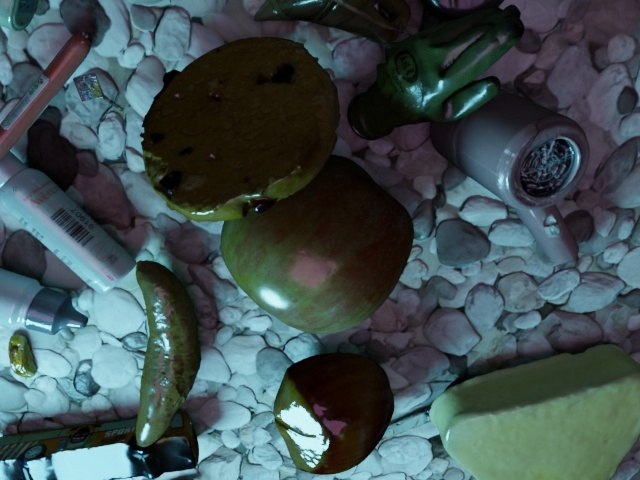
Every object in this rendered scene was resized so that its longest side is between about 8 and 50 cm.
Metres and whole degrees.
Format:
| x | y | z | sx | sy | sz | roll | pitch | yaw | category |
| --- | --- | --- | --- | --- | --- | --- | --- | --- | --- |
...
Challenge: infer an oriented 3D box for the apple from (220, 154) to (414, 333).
| x | y | z | sx | sy | sz | roll | pitch | yaw | category |
| --- | --- | --- | --- | --- | --- | --- | --- | --- | --- |
| 0.000 | 0.000 | 0.724 | 0.257 | 0.257 | 0.234 | 41 | 101 | -14 | apple |

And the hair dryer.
| x | y | z | sx | sy | sz | roll | pitch | yaw | category |
| --- | --- | --- | --- | --- | --- | --- | --- | --- | --- |
| 0.317 | -0.065 | 0.742 | 0.125 | 0.210 | 0.352 | -41 | 121 | 9 | hair dryer |

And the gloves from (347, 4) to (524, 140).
| x | y | z | sx | sy | sz | roll | pitch | yaw | category |
| --- | --- | --- | --- | --- | --- | --- | --- | --- | --- |
| 0.138 | -0.210 | 0.663 | 0.268 | 0.107 | 0.135 | -27 | 100 | 45 | gloves |

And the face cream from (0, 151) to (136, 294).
| x | y | z | sx | sy | sz | roll | pitch | yaw | category |
| --- | --- | --- | --- | --- | --- | --- | --- | --- | --- |
| -0.417 | -0.031 | 0.801 | 0.082 | 0.082 | 0.269 | -38 | 108 | 13 | face cream |

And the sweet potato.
| x | y | z | sx | sy | sz | roll | pitch | yaw | category |
| --- | --- | --- | --- | --- | --- | --- | --- | --- | --- |
| -0.264 | 0.198 | 0.883 | 0.114 | 0.092 | 0.341 | -3 | 105 | -32 | sweet potato |

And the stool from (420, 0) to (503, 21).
| x | y | z | sx | sy | sz | roll | pitch | yaw | category |
| --- | --- | --- | --- | --- | --- | --- | --- | --- | --- |
| 0.165 | -0.370 | 0.651 | 0.125 | 0.121 | 0.217 | -41 | 108 | 16 | stool |

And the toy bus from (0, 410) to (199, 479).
| x | y | z | sx | sy | sz | roll | pitch | yaw | category |
| --- | --- | --- | --- | --- | --- | --- | --- | --- | --- |
| -0.434 | 0.405 | 0.963 | 0.410 | 0.092 | 0.093 | -8 | 113 | 3 | toy bus |

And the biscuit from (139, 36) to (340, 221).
| x | y | z | sx | sy | sz | roll | pitch | yaw | category |
| --- | --- | --- | --- | --- | --- | --- | --- | --- | --- |
| -0.108 | -0.150 | 0.677 | 0.296 | 0.295 | 0.075 | -22 | 150 | 8 | biscuit |

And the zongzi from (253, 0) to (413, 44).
| x | y | z | sx | sy | sz | roll | pitch | yaw | category |
| --- | --- | --- | --- | --- | --- | --- | --- | --- | --- |
| 0.026 | -0.306 | 0.717 | 0.178 | 0.081 | 0.189 | -30 | 124 | 33 | zongzi |

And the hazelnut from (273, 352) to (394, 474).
| x | y | z | sx | sy | sz | roll | pitch | yaw | category |
| --- | --- | --- | --- | --- | --- | --- | --- | --- | --- |
| 0.027 | 0.296 | 0.894 | 0.181 | 0.181 | 0.211 | 11 | 112 | 26 | hazelnut |

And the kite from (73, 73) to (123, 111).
| x | y | z | sx | sy | sz | roll | pitch | yaw | category |
| --- | --- | --- | --- | --- | --- | --- | --- | --- | --- |
| -0.342 | -0.218 | 0.771 | 0.044 | 0.002 | 0.078 | -32 | 107 | 11 | kite |

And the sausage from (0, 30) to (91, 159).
| x | y | z | sx | sy | sz | roll | pitch | yaw | category |
| --- | --- | --- | --- | --- | --- | --- | --- | --- | --- |
| -0.412 | -0.200 | 0.730 | 0.034 | 0.034 | 0.253 | 38 | 88 | -14 | sausage |

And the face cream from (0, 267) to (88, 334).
| x | y | z | sx | sy | sz | roll | pitch | yaw | category |
| --- | --- | --- | --- | --- | --- | --- | --- | --- | --- |
| -0.544 | 0.089 | 0.843 | 0.312 | 0.092 | 0.092 | 18 | 110 | -7 | face cream |

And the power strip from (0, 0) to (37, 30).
| x | y | z | sx | sy | sz | roll | pitch | yaw | category |
| --- | --- | --- | --- | --- | --- | --- | --- | --- | --- |
| -0.381 | -0.406 | 0.658 | 0.048 | 0.080 | 0.285 | 25 | 110 | -11 | power strip |

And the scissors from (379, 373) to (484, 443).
| x | y | z | sx | sy | sz | roll | pitch | yaw | category |
| --- | --- | --- | --- | --- | --- | --- | --- | --- | --- |
| 0.196 | 0.343 | 0.975 | 0.300 | 0.022 | 0.109 | -24 | 111 | 5 | scissors |

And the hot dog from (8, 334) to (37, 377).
| x | y | z | sx | sy | sz | roll | pitch | yaw | category |
| --- | --- | --- | --- | --- | --- | --- | --- | --- | --- |
| -0.545 | 0.216 | 0.921 | 0.030 | 0.034 | 0.089 | -3 | 112 | 2 | hot dog |

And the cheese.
| x | y | z | sx | sy | sz | roll | pitch | yaw | category |
| --- | --- | --- | --- | --- | --- | --- | --- | --- | --- |
| 0.377 | 0.350 | 0.925 | 0.385 | 0.104 | 0.383 | -2 | 113 | -4 | cheese |
